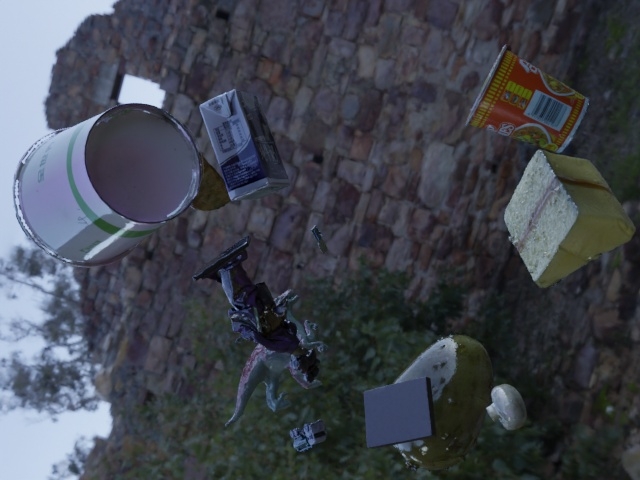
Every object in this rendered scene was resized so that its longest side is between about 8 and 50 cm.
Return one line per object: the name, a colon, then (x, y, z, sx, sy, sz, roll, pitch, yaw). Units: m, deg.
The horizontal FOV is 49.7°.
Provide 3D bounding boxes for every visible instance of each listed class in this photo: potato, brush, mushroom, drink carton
potato: (0.312, 0.416, 1.777, 0.359, 0.219, 0.270, -57, 42, 14)
brush: (0.000, 0.000, 1.445, 0.016, 0.013, 0.084, -51, -37, -21)
mushroom: (0.341, 0.307, 1.269, 0.084, 0.067, 0.083, 63, -179, -3)
drink carton: (-0.166, -0.206, 1.515, 0.222, 0.101, 0.134, 70, -160, 3)

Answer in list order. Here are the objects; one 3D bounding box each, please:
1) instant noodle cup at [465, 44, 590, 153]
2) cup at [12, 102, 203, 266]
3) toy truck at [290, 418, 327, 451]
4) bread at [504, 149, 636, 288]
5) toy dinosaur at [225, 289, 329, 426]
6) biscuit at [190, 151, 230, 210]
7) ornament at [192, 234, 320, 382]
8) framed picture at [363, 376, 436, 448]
instant noodle cup: (0.446, -0.290, 1.476, 0.193, 0.212, 0.193, -63, -5, -10)
cup: (-0.341, -0.098, 1.130, 0.274, 0.253, 0.253, -16, 50, 51)
toy truck: (-0.021, 0.352, 1.246, 0.083, 0.039, 0.044, -41, 63, 51)
bread: (0.562, -0.041, 1.606, 0.263, 0.198, 0.236, -100, 27, -47)
toy dinosaur: (-0.082, 0.194, 1.099, 0.242, 0.167, 0.053, -33, -21, -30)
biscuit: (-0.299, -0.142, 1.661, 0.247, 0.118, 0.029, 54, -167, -56)
ornament: (-0.072, 0.094, 0.876, 0.088, 0.203, 0.081, -36, 15, 2)
framed picture: (0.172, 0.379, 1.517, 0.168, 0.023, 0.128, -23, 56, 34)
